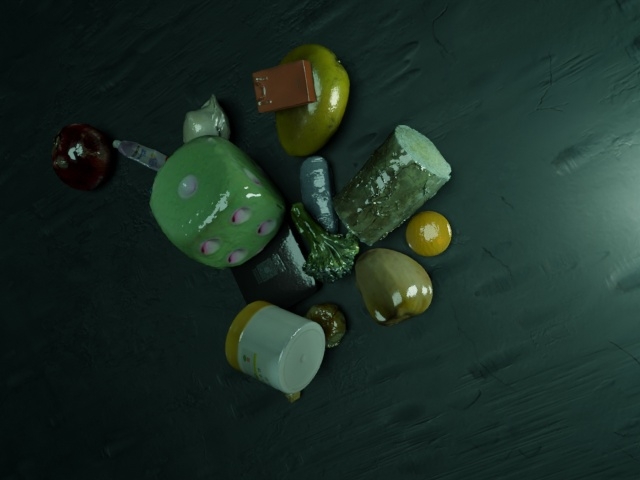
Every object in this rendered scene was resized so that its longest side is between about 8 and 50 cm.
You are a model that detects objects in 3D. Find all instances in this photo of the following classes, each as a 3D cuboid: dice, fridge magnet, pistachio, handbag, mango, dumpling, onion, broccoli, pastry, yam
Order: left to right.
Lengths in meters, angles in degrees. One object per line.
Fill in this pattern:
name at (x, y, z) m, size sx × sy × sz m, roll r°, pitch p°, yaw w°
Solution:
onion at (-0.954, -0.322, 2.160) m, size 0.272 × 0.195 × 0.272 m, roll 4°, pitch 102°, yaw 21°
dumpling at (-0.429, -0.395, 1.985) m, size 0.243 × 0.175 × 0.227 m, roll -37°, pitch 47°, yaw 4°
dice at (-0.326, -0.121, 1.813) m, size 0.322 × 0.330 × 0.318 m, roll -44°, pitch 60°, yaw 12°
handbag at (-0.116, -0.472, 1.719) m, size 0.190 × 0.063 × 0.127 m, roll -4°, pitch 98°, yaw 28°
mango at (-0.042, -0.450, 1.807) m, size 0.253 × 0.182 × 0.365 m, roll 17°, pitch 96°, yaw 21°
pastry at (0.014, 0.279, 1.846) m, size 0.153 × 0.081 × 0.153 m, roll -1°, pitch 88°, yaw 29°
broccoli at (0.017, 0.002, 1.755) m, size 0.198 × 0.177 × 0.275 m, roll -7°, pitch 108°, yaw 33°
yam at (0.208, -0.163, 1.692) m, size 0.348 × 0.241 × 0.241 m, roll -46°, pitch 75°, yaw 19°
pistachio at (0.221, 0.130, 1.731) m, size 0.212 × 0.163 × 0.260 m, roll -28°, pitch 66°, yaw -1°
fridge magnet at (0.335, -0.021, 1.728) m, size 0.143 × 0.063 × 0.143 m, roll 1°, pitch 92°, yaw 23°

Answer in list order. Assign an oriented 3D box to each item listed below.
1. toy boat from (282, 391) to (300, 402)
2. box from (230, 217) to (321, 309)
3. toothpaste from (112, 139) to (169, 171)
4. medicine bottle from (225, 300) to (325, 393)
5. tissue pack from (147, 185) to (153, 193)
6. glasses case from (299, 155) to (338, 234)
toy boat at (-0.139, 0.461, 1.921) m, size 0.072 × 0.064 × 0.206 m, roll -46°, pitch 71°, yaw 35°
box at (-0.166, 0.098, 1.920) m, size 0.289 × 0.073 × 0.290 m, roll -30°, pitch 80°, yaw 19°
toothpaste at (-0.670, -0.321, 2.128) m, size 0.301 × 0.048 × 0.075 m, roll 23°, pitch 95°, yaw 17°
medicine bottle at (-0.141, 0.335, 1.762) m, size 0.232 × 0.238 × 0.238 m, roll 17°, pitch 97°, yaw 34°
tissue pack at (-0.594, -0.151, 2.110) m, size 0.085 × 0.028 × 0.138 m, roll -24°, pitch 87°, yaw 23°
glasses case at (-0.006, -0.141, 1.858) m, size 0.109 × 0.067 × 0.282 m, roll -7°, pitch 91°, yaw 20°
